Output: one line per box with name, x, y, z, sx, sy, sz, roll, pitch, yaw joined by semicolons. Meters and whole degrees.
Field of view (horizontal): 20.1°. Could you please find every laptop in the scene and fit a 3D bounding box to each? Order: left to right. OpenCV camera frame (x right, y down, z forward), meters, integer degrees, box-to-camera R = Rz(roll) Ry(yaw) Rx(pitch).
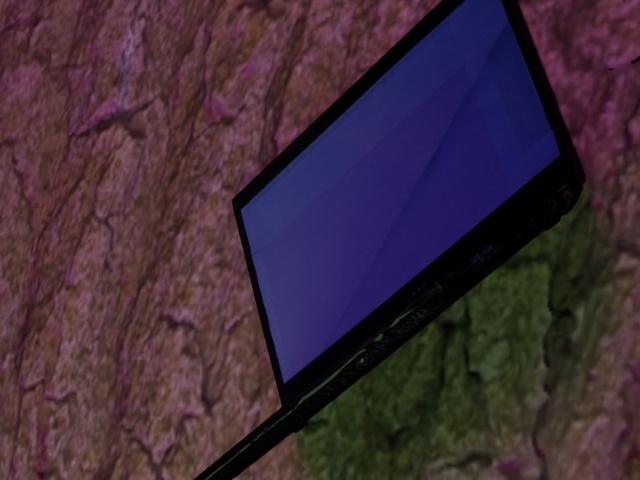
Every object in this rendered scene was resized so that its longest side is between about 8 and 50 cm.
laptop;0.000;0.000;0.905;0.136;0.264;0.234;51;123;5
